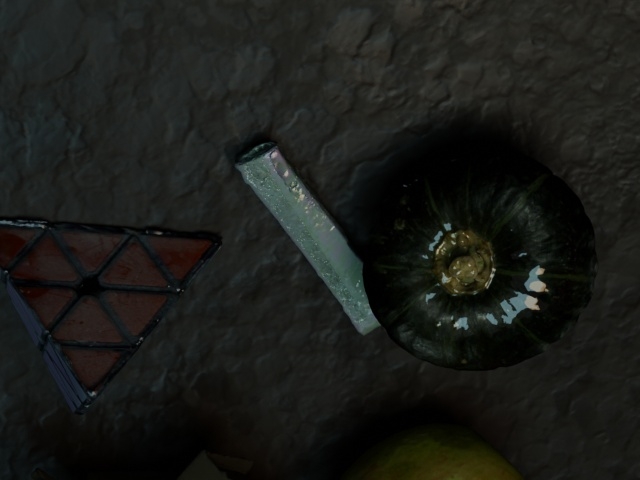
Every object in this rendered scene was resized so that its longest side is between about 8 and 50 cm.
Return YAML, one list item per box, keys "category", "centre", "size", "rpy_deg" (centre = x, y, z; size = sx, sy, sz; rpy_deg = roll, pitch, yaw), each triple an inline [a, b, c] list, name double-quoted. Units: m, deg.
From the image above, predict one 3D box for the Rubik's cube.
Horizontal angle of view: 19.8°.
- category: "Rubik's cube"
  centre: [-0.220, 0.074, 1.568]
  size: [0.190, 0.211, 0.178]
  rpy_deg: [31, 135, 13]

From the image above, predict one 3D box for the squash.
- category: "squash"
  centre: [0.131, 0.018, 1.516]
  size: [0.193, 0.156, 0.193]
  rpy_deg: [-1, 75, 3]

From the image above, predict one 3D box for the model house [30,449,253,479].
- category: "model house"
  centre: [-0.144, 0.261, 1.576]
  size: [0.243, 0.211, 0.204]
  rpy_deg: [36, 105, -22]

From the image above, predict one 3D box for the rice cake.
- category: "rice cake"
  centre: [0.000, 0.000, 1.562]
  size: [0.043, 0.034, 0.211]
  rpy_deg: [-31, 116, 12]

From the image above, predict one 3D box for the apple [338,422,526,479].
- category: "apple"
  centre: [0.102, 0.256, 1.618]
  size: [0.196, 0.196, 0.196]
  rpy_deg: [-3, 117, -6]
